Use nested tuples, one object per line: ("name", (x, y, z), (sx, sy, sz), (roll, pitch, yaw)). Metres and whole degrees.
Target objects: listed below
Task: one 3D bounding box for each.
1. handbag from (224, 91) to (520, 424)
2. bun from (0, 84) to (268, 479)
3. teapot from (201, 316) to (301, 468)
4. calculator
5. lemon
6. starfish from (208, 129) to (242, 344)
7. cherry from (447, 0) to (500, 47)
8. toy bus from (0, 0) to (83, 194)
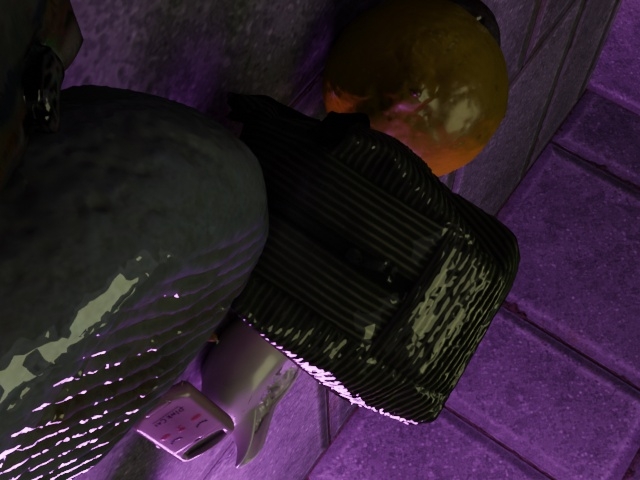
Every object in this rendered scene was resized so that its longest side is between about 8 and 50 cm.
("handbag", (0.000, 0.000, 0.828), (0.240, 0.340, 0.247), (30, 91, -32))
("bun", (-0.200, 0.039, 0.575), (0.362, 0.211, 0.362), (-42, 170, -9))
("teapot", (-0.078, 0.188, 1.319), (0.300, 0.166, 0.208), (-48, 151, 2))
("calculator", (-0.191, 0.254, 1.189), (0.100, 0.032, 0.175), (-33, 137, 3))
("lemon", (0.119, -0.188, 1.064), (0.236, 0.235, 0.263), (-55, 156, -10))
("starfish", (-0.095, -0.002, 1.036), (0.294, 0.084, 0.301), (-56, 157, -3))
("cherry", (0.191, -0.275, 1.261), (0.176, 0.139, 0.176), (19, 90, -81))
("toy bus", (-0.185, -0.073, 0.359), (0.317, 0.112, 0.138), (-97, -174, -55))
